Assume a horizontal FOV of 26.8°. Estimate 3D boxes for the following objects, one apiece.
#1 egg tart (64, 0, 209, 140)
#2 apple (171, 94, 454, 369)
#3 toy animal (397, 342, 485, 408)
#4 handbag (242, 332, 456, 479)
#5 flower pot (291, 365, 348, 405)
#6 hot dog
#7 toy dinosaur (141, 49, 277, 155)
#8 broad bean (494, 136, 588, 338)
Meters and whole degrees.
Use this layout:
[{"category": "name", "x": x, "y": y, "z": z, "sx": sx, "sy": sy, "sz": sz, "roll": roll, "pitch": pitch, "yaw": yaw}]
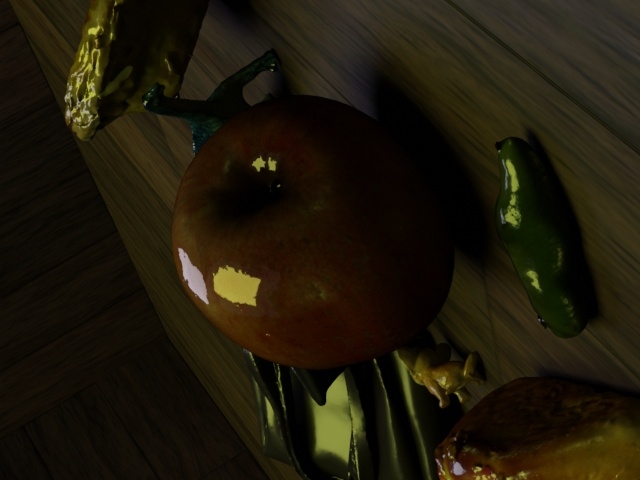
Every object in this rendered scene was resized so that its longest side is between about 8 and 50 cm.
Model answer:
[{"category": "egg tart", "x": -0.181, "y": -0.229, "z": 1.408, "sx": 0.116, "sy": 0.294, "sz": 0.295, "roll": 15, "pitch": 168, "yaw": -6}, {"category": "apple", "x": 0.000, "y": 0.000, "z": 1.174, "sx": 0.253, "sy": 0.254, "sz": 0.253, "roll": 54, "pitch": 166, "yaw": 20}, {"category": "toy animal", "x": 0.123, "y": 0.127, "z": 1.373, "sx": 0.083, "sy": 0.061, "sz": 0.081, "roll": 52, "pitch": 142, "yaw": 38}, {"category": "handbag", "x": 0.027, "y": 0.185, "z": 1.576, "sx": 0.285, "sy": 0.113, "sz": 0.257, "roll": 14, "pitch": 131, "yaw": 37}, {"category": "flower pot", "x": 0.001, "y": 0.038, "z": 1.402, "sx": 0.235, "sy": 0.148, "sz": 0.235, "roll": 60, "pitch": 173, "yaw": 13}, {"category": "hot dog", "x": 0.182, "y": 0.197, "z": 1.086, "sx": 0.150, "sy": 0.153, "sz": 0.257, "roll": 60, "pitch": 167, "yaw": -8}, {"category": "toy dinosaur", "x": -0.095, "y": -0.118, "z": 1.454, "sx": 0.076, "sy": 0.147, "sz": 0.363, "roll": 57, "pitch": 175, "yaw": 18}, {"category": "broad bean", "x": 0.163, "y": 0.012, "z": 0.984, "sx": 0.061, "sy": 0.046, "sz": 0.195, "roll": 42, "pitch": 161, "yaw": 45}]
